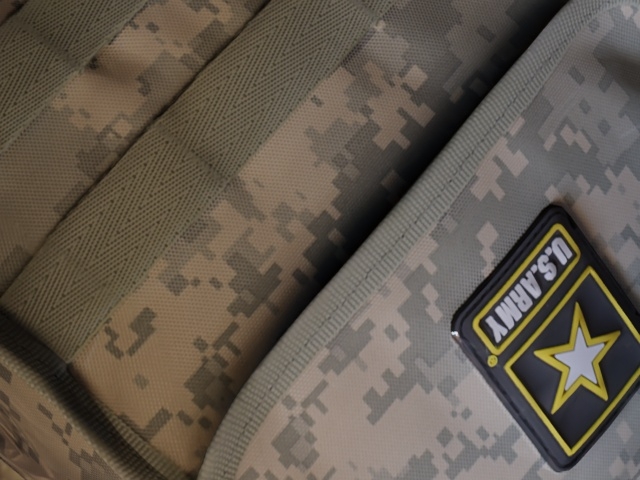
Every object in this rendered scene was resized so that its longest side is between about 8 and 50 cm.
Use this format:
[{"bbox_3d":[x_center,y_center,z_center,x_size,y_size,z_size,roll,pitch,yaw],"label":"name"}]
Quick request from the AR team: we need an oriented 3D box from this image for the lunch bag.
[{"bbox_3d":[0.000,0.000,0.489,0.235,0.287,0.169,-49,-10,-20],"label":"lunch bag"}]
